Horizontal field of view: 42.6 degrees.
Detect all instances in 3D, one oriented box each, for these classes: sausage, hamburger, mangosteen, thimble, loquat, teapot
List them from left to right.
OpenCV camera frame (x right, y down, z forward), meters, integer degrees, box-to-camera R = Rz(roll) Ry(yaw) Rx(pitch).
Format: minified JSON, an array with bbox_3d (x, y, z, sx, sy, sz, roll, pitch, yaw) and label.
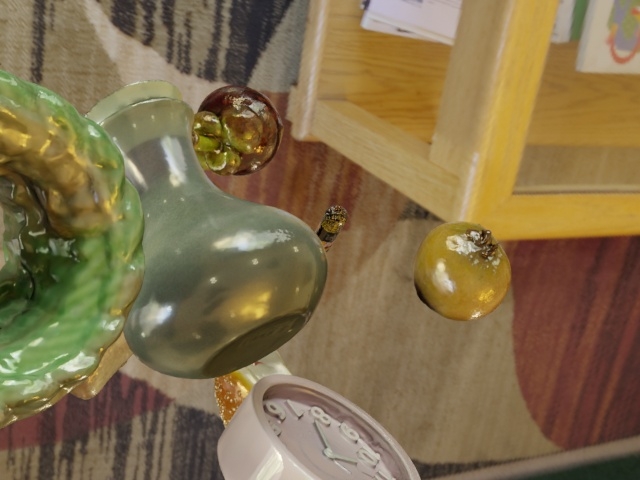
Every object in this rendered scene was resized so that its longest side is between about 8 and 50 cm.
[{"bbox_3d":[-0.225,0.007,0.485,0.219,0.150,0.219,-7,99,-46],"label":"thimble"},{"bbox_3d":[-0.115,-0.013,0.719,0.183,0.251,0.183,-28,162,-10],"label":"teapot"},{"bbox_3d":[-0.141,-0.161,1.316,0.146,0.181,0.156,34,125,-12],"label":"mangosteen"},{"bbox_3d":[-0.112,0.352,1.632,0.151,0.227,0.295,-21,122,-21],"label":"hamburger"},{"bbox_3d":[0.000,0.000,0.903,0.028,0.198,0.025,-22,77,-19],"label":"sausage"},{"bbox_3d":[0.210,0.045,1.227,0.137,0.163,0.163,-6,115,-25],"label":"loquat"}]

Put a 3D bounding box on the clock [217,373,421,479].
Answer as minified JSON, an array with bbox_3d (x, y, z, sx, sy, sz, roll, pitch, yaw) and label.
[{"bbox_3d":[0.001,0.217,0.794,0.197,0.197,0.068,24,107,-35],"label":"clock"}]

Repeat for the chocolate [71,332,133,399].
[{"bbox_3d":[-0.364,0.110,1.420,0.185,0.100,0.303,40,63,4],"label":"chocolate"}]
